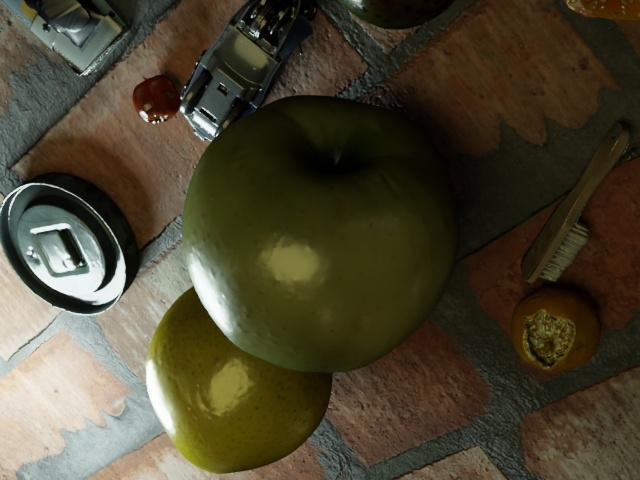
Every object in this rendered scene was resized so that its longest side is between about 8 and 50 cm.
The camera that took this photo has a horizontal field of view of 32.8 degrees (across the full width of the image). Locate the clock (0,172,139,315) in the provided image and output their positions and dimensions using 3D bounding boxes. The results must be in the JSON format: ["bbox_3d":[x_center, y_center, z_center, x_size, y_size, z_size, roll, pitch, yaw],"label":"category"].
[{"bbox_3d":[-0.529,0.008,2.279,0.318,0.066,0.319,12,124,19],"label":"clock"}]

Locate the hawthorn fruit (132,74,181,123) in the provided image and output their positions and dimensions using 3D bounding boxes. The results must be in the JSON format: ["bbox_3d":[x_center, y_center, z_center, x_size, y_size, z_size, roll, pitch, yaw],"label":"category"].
[{"bbox_3d":[-0.301,-0.261,1.991,0.093,0.093,0.093,13,124,20],"label":"hawthorn fruit"}]

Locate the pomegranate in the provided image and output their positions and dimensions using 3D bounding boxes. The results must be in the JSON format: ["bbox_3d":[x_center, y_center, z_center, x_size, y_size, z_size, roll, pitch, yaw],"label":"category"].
[{"bbox_3d":[0.076,-0.420,1.605,0.285,0.231,0.231,8,122,22],"label":"pomegranate"}]

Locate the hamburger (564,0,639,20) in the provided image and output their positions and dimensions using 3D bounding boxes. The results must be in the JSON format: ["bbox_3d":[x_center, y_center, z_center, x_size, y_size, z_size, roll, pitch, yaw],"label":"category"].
[{"bbox_3d":[0.424,-0.407,1.492,0.236,0.147,0.237,11,124,17],"label":"hamburger"}]

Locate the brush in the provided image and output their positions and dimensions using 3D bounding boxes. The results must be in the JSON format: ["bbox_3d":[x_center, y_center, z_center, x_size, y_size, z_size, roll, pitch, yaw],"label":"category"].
[{"bbox_3d":[0.426,-0.050,1.769,0.065,0.070,0.327,19,126,-8],"label":"brush"}]

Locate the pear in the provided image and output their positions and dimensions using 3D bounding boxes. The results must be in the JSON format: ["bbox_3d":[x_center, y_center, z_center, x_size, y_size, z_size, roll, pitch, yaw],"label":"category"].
[{"bbox_3d":[-0.156,0.251,2.067,0.362,0.362,0.418,28,133,9],"label":"pear"}]

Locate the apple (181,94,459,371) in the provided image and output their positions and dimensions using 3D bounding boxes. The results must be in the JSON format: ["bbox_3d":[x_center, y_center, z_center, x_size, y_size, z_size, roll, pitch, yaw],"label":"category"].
[{"bbox_3d":[0.000,0.000,1.776,0.473,0.473,0.474,13,124,20],"label":"apple"}]

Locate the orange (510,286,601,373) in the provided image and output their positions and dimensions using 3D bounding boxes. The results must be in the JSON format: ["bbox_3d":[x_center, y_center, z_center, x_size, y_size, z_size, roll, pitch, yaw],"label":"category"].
[{"bbox_3d":[0.400,0.157,1.861,0.154,0.134,0.155,12,129,14],"label":"orange"}]

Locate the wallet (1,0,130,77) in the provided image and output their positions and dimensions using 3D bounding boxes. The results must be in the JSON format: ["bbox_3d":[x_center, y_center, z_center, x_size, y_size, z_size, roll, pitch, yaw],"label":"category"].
[{"bbox_3d":[-0.471,-0.418,1.986,0.231,0.069,0.170,47,123,-8],"label":"wallet"}]

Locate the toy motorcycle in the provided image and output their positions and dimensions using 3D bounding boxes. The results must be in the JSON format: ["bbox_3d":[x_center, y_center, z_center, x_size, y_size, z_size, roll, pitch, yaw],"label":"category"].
[{"bbox_3d":[-0.110,-0.306,1.792,0.125,0.212,0.358,39,133,0],"label":"toy motorcycle"}]
